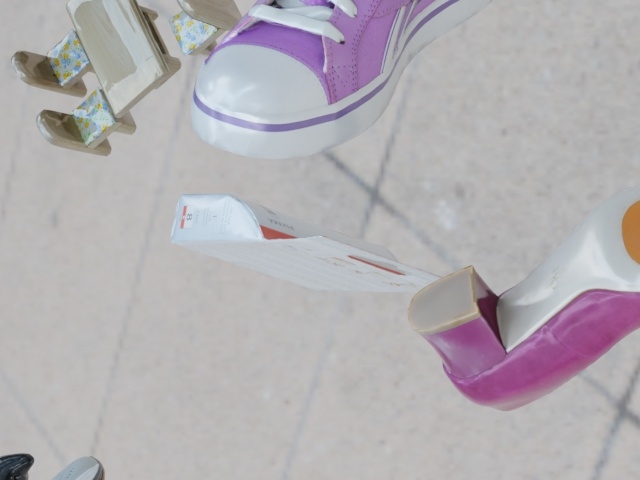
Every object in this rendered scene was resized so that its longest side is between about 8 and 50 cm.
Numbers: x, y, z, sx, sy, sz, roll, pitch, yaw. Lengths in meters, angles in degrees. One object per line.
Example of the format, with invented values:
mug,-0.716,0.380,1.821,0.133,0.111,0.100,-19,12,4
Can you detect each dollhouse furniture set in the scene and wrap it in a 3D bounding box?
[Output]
dollhouse furniture set,-0.232,-0.242,1.594,0.212,0.161,0.242,-37,65,25

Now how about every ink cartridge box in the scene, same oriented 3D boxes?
ink cartridge box,0.000,0.000,1.164,0.179,0.145,0.045,-5,71,51

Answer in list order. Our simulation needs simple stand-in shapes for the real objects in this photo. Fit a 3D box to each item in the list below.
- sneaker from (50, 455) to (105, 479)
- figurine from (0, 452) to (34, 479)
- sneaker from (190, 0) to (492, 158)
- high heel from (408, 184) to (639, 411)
sneaker,-0.318,0.285,1.555,0.121,0.262,0.099,34,147,19
figurine,-0.431,0.345,1.905,0.209,0.092,0.215,-3,70,32
sneaker,0.015,-0.169,0.917,0.102,0.282,0.161,19,133,22
high heel,0.181,0.042,0.986,0.244,0.117,0.082,-24,45,22
